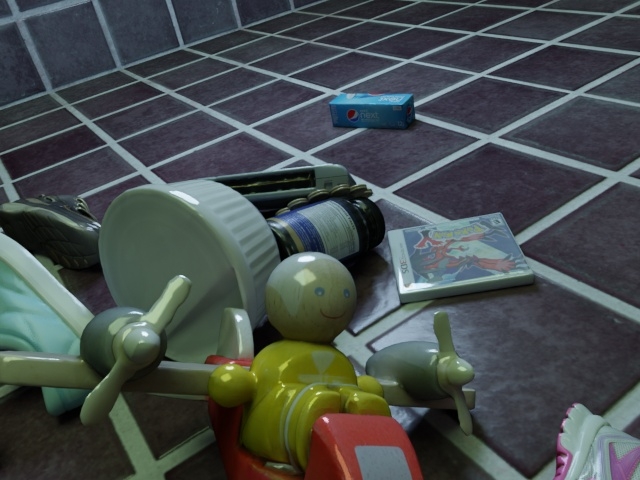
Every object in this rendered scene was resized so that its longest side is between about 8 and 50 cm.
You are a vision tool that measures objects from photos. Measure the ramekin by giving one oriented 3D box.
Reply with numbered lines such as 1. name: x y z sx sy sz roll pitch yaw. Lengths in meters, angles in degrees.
1. ramekin: -0.179 0.037 0.847 0.272 0.273 0.127 8 24 29

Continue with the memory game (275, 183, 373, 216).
1. memory game: 0.006 -0.061 1.037 0.186 0.186 0.012 -16 76 -5

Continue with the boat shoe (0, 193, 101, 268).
1. boat shoe: -0.539 -0.043 1.207 0.355 0.133 0.130 14 41 34

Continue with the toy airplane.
1. toy airplane: -0.039 0.136 0.577 0.384 0.273 0.386 18 10 18

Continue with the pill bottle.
1. pill bottle: 0.000 0.000 0.944 0.219 0.123 0.122 -22 31 -39

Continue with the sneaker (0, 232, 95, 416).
1. sneaker: -0.457 0.111 0.851 0.365 0.135 0.150 33 53 21

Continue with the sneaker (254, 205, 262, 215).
1. sneaker: -0.216 0.027 1.041 0.109 0.107 0.275 -5 22 46

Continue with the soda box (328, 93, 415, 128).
1. soda box: 0.131 -0.332 1.485 0.209 0.067 0.071 9 38 30

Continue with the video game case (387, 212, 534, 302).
1. video game case: 0.217 0.023 0.940 0.201 0.023 0.184 -9 32 5

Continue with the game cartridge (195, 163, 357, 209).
1. game cartridge: -0.083 -0.095 1.109 0.296 0.062 0.198 -5 1 9

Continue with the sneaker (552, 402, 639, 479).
1. sneaker: 0.245 0.252 0.498 0.111 0.103 0.252 9 39 34
